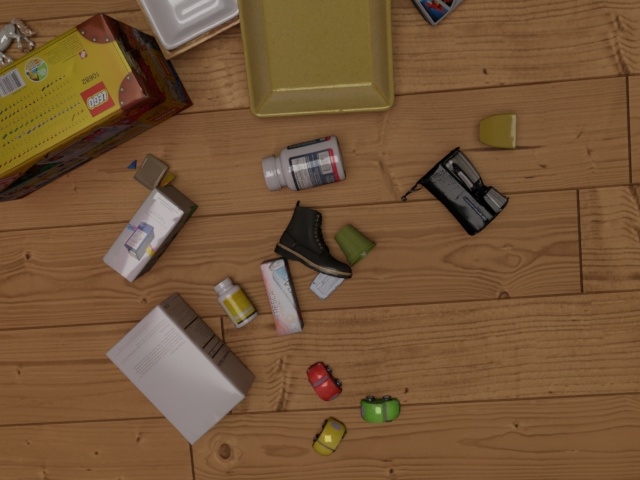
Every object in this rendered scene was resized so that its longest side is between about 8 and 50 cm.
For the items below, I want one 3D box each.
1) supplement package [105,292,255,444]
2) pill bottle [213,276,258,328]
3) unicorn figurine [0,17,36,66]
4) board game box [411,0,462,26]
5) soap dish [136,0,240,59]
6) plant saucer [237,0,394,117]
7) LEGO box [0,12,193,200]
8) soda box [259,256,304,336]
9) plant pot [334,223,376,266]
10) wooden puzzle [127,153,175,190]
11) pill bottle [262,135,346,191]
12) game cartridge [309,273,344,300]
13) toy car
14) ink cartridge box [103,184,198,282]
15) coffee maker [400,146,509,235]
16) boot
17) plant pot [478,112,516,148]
[{"bbox_3d":[-0.325,0.299,1.856,0.177,0.175,0.293,-42,92,7],"label":"supplement package"},{"bbox_3d":[-0.207,0.148,1.885,0.065,0.065,0.116,-34,94,8],"label":"pill bottle"},{"bbox_3d":[-0.763,-0.467,1.864,0.162,0.060,0.111,-43,92,-8],"label":"unicorn figurine"},{"bbox_3d":[0.232,-0.637,1.678,0.193,0.053,0.305,-41,129,8],"label":"board game box"},{"bbox_3d":[-0.310,-0.589,1.778,0.229,0.118,0.291,-26,94,7],"label":"soap dish"},{"bbox_3d":[-0.006,-0.453,1.753,0.333,0.081,0.332,-2,116,5],"label":"plant saucer"},{"bbox_3d":[-0.579,-0.271,1.710,0.500,0.372,0.193,-27,94,8],"label":"LEGO box"},{"bbox_3d":[-0.092,0.134,1.878,0.063,0.058,0.183,-14,96,6],"label":"soda box"},{"bbox_3d":[0.075,0.006,1.844,0.083,0.083,0.079,-44,80,8],"label":"plant pot"},{"bbox_3d":[-0.407,-0.163,1.878,0.116,0.014,0.078,41,94,18],"label":"wooden puzzle"},{"bbox_3d":[-0.039,-0.173,1.811,0.180,0.108,0.108,-12,96,6],"label":"pill bottle"},{"bbox_3d":[0.016,0.099,1.886,0.083,0.017,0.056,-44,95,8],"label":"game cartridge"},{"bbox_3d":[0.081,0.414,1.899,0.225,0.053,0.239,-3,97,5],"label":"toy car"},{"bbox_3d":[-0.397,-0.019,1.834,0.093,0.154,0.212,40,97,-2],"label":"ink cartridge box"},{"bbox_3d":[0.315,-0.098,1.801,0.178,0.120,0.171,48,121,-1],"label":"coffee maker"},{"bbox_3d":[0.000,0.000,1.834,0.198,0.077,0.137,22,93,14],"label":"boot"},{"bbox_3d":[0.405,-0.250,1.784,0.083,0.081,0.081,2,97,15],"label":"plant pot"}]
